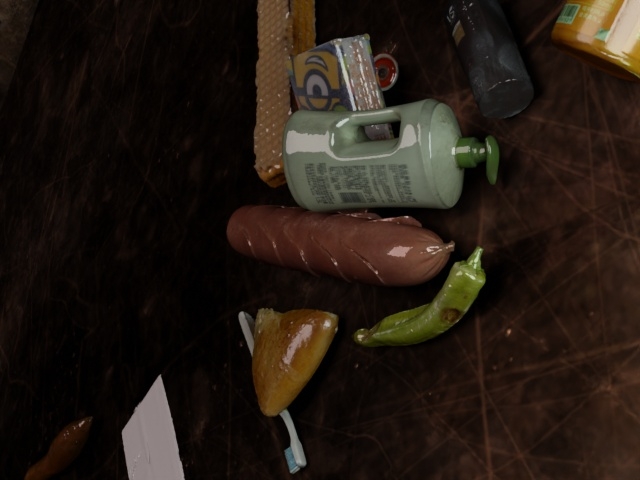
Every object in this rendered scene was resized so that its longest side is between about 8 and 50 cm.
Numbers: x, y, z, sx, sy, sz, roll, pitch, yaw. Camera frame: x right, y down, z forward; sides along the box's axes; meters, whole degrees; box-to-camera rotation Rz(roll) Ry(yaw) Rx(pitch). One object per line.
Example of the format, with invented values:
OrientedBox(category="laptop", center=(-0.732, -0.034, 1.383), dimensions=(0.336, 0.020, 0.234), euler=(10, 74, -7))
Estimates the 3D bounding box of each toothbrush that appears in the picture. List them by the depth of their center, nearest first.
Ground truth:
OrientedBox(category="toothbrush", center=(-0.065, 0.184, 1.050), dimensions=(0.026, 0.022, 0.263), euler=(-44, 43, 19))

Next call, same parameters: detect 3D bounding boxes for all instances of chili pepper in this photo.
OrientedBox(category="chili pepper", center=(0.104, 0.079, 0.838), dimensions=(0.208, 0.049, 0.043), euler=(-42, 11, 41))

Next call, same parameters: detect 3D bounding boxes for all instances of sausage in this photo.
OrientedBox(category="sausage", center=(0.000, 0.002, 0.980), dimensions=(0.433, 0.088, 0.087), euler=(6, 82, 55))

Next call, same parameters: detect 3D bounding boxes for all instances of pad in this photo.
OrientedBox(category="pad", center=(-0.266, 0.343, 1.281), dimensions=(0.156, 0.004, 0.232), euler=(-54, 39, 27))

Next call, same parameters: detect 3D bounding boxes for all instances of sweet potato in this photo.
OrientedBox(category="sweet potato", center=(-0.485, 0.399, 1.522), dimensions=(0.264, 0.057, 0.057), euler=(-48, 42, 32))

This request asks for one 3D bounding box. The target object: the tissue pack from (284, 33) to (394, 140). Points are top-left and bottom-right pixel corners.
OrientedBox(category="tissue pack", center=(0.025, -0.163, 0.984), dimensions=(0.109, 0.060, 0.148), euler=(-5, 103, 55))

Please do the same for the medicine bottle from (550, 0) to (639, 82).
OrientedBox(category="medicine bottle", center=(0.276, -0.236, 0.679), dimensions=(0.096, 0.096, 0.191), euler=(40, 109, 53))

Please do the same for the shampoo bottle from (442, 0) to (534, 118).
OrientedBox(category="shampoo bottle", center=(0.170, -0.223, 0.859), dimensions=(0.057, 0.064, 0.207), euler=(-50, 41, 46))

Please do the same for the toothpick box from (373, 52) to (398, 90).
OrientedBox(category="toothpick box", center=(0.057, -0.216, 1.022), dimensions=(0.083, 0.047, 0.047), euler=(32, 102, 56))

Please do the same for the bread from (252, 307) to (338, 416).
OrientedBox(category="bread", center=(-0.049, 0.150, 1.005), dimensions=(0.154, 0.054, 0.135), euler=(-6, 67, 56))

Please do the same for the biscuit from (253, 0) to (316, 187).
OrientedBox(category="biscuit", center=(-0.051, -0.258, 1.180), dimensions=(0.094, 0.054, 0.378), euler=(-28, 55, 43))

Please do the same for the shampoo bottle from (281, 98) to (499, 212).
OrientedBox(category="shampoo bottle", center=(0.077, -0.089, 0.867), dimensions=(0.234, 0.087, 0.118), euler=(1, 106, 34))
